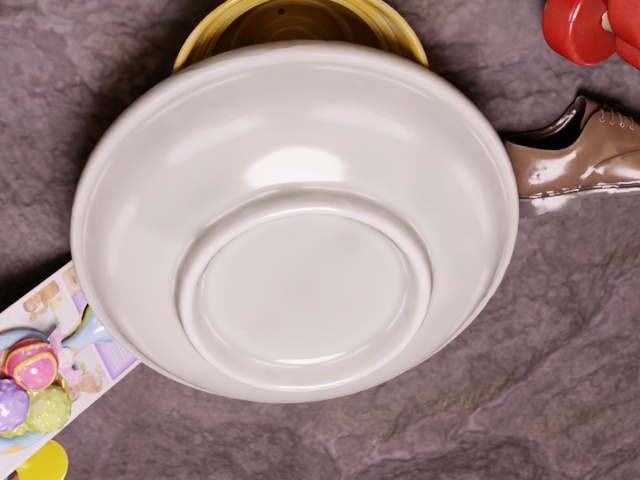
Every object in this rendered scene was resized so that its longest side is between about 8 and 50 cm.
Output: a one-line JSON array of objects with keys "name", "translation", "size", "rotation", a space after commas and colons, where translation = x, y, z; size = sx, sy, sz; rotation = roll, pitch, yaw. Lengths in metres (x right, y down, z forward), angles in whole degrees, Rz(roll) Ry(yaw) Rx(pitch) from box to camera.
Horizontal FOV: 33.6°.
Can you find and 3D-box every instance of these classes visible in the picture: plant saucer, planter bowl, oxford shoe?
[{"name": "plant saucer", "translation": [-0.016, 0.025, 0.921], "size": [0.401, 0.100, 0.400], "rotation": [-4, 129, -5]}, {"name": "planter bowl", "translation": [-0.020, -0.141, 0.908], "size": [0.217, 0.090, 0.217], "rotation": [-3, 129, -4]}, {"name": "oxford shoe", "translation": [0.277, -0.091, 0.983], "size": [0.227, 0.083, 0.096], "rotation": [-14, 114, 0]}]

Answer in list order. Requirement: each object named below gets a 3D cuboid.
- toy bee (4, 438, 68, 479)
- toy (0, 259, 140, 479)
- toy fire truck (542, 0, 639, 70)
[{"name": "toy bee", "translation": [-0.337, 0.189, 1.035], "size": [0.195, 0.162, 0.298], "rotation": [21, 146, 0]}, {"name": "toy", "translation": [-0.253, 0.125, 0.964], "size": [0.056, 0.237, 0.136], "rotation": [2, 124, 39]}, {"name": "toy fire truck", "translation": [0.289, -0.252, 0.823], "size": [0.254, 0.169, 0.302], "rotation": [-51, 141, 4]}]
